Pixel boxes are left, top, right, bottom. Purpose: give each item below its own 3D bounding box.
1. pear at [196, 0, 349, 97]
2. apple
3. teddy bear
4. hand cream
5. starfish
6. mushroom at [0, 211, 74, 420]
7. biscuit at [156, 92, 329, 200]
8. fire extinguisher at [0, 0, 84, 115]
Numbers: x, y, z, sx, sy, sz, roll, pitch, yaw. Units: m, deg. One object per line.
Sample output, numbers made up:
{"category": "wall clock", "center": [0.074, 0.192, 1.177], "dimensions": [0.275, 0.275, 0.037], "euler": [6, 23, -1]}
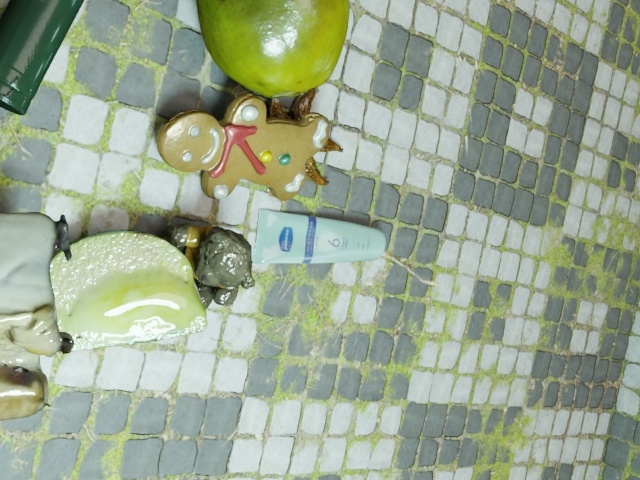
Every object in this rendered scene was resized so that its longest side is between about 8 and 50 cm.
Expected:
{"category": "pear", "center": [-0.080, -0.399, 1.519], "dimensions": [0.269, 0.269, 0.321], "euler": [-47, 126, -25]}
{"category": "apple", "center": [-0.337, 0.077, 1.464], "dimensions": [0.265, 0.120, 0.193], "euler": [-8, 96, -20]}
{"category": "teddy bear", "center": [-0.192, 0.035, 1.549], "dimensions": [0.140, 0.190, 0.177], "euler": [-45, 115, -28]}
{"category": "hand cream", "center": [0.000, 0.000, 1.815], "dimensions": [0.321, 0.067, 0.109], "euler": [4, 97, -34]}
{"category": "starfish", "center": [-0.042, -0.192, 1.738], "dimensions": [0.227, 0.043, 0.240], "euler": [34, 81, -38]}
{"category": "mushroom", "center": [-0.573, 0.123, 1.223], "dimensions": [0.397, 0.313, 0.224], "euler": [-1, 56, -30]}
{"category": "biscuit", "center": [-0.140, -0.161, 1.595], "dimensions": [0.340, 0.047, 0.216], "euler": [9, 116, -41]}
{"category": "fire extinguisher", "center": [-0.432, -0.350, 1.326], "dimensions": [0.114, 0.095, 0.311], "euler": [27, 80, -8]}
